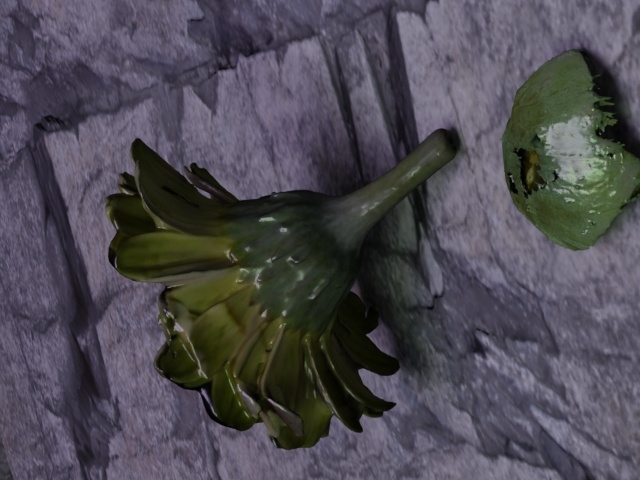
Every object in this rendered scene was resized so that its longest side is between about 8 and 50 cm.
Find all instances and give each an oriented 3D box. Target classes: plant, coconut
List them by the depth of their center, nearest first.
[{"bbox_3d":[0.179,-0.057,1.387,0.133,0.055,0.158,35,134,52],"label":"coconut"},{"bbox_3d":[-0.021,0.043,1.601,0.297,0.306,0.261,-4,71,35],"label":"plant"}]
